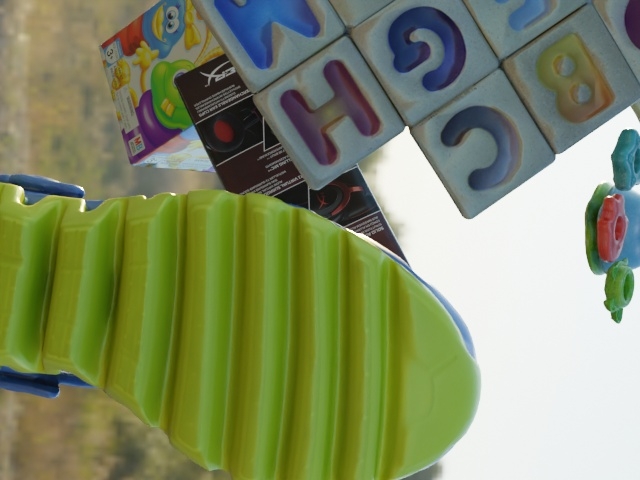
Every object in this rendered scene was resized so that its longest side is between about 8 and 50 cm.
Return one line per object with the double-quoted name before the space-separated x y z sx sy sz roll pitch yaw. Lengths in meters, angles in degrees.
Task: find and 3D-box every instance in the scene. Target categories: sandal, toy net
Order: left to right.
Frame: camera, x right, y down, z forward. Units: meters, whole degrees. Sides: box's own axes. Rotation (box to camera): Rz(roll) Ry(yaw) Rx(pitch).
"sandal" -0.079 0.029 0.761 0.138 0.317 0.126 8 97 -81
"toy net" 0.192 -0.067 1.111 0.122 0.045 0.232 -43 132 -49

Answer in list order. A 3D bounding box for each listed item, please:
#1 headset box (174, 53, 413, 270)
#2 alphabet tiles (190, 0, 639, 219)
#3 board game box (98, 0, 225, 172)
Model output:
"headset box" 0.000 0.000 1.412 0.293 0.110 0.218 63 -1 23
"alphabet tiles" 0.052 -0.197 0.811 0.342 0.285 0.011 57 -7 -12
"board game box" -0.072 -0.191 1.676 0.275 0.142 0.144 -30 -110 36
